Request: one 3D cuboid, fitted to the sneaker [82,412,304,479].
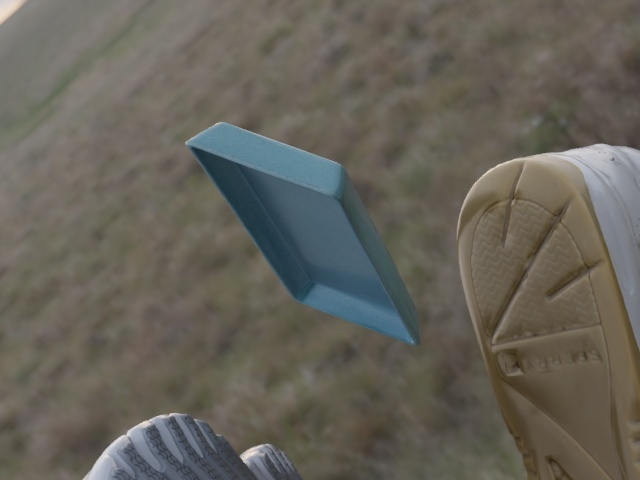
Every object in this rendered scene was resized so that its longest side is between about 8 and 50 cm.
[{"bbox_3d":[-0.060,0.155,0.823,0.115,0.105,0.281,-39,-16,3],"label":"sneaker"}]

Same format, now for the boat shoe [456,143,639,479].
[{"bbox_3d":[0.134,0.096,0.710,0.096,0.277,0.098,-16,7,-41],"label":"boat shoe"}]

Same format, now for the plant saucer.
[{"bbox_3d":[0.000,0.000,0.777,0.018,0.067,0.192,-64,-20,-15],"label":"plant saucer"}]
